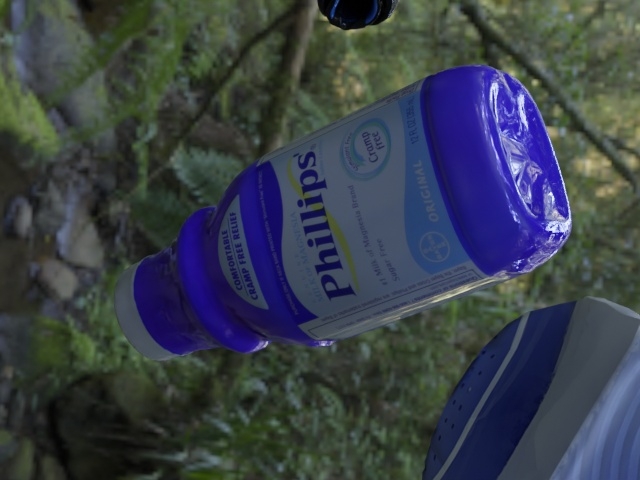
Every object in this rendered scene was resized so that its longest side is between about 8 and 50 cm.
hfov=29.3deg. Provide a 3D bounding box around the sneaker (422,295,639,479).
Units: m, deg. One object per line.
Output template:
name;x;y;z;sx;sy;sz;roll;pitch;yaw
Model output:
sneaker;0.128;0.149;0.473;0.315;0.182;0.127;43;79;-26

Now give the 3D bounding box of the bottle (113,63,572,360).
bottle;0.000;0.000;0.712;0.092;0.283;0.118;4;68;-55

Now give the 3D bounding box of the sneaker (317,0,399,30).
sneaker;0.020;-0.207;0.927;0.217;0.079;0.121;129;-28;-77
